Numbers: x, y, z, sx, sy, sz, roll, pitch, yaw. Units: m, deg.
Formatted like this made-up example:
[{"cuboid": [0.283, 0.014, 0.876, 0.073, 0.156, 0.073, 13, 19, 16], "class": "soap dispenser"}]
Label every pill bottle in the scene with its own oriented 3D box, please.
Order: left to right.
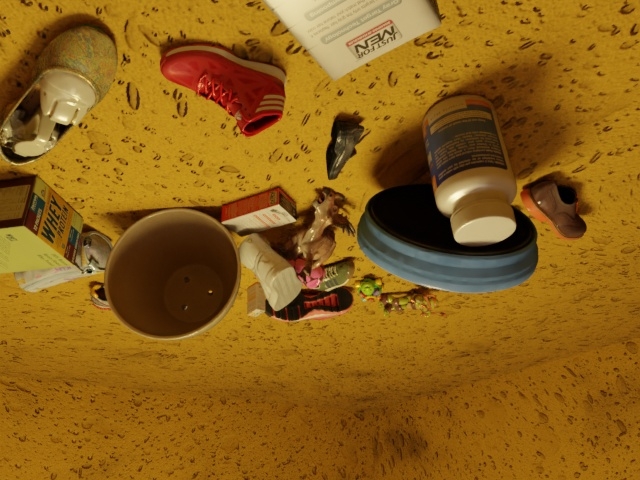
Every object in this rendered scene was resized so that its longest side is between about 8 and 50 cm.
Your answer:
[{"cuboid": [0.289, -0.132, 1.027, 0.152, 0.272, 0.152, -2, 151, -1], "class": "pill bottle"}]

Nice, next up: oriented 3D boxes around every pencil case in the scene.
[{"cuboid": [-0.695, 0.062, 1.443, 0.273, 0.124, 0.113, -14, 150, 20], "class": "pencil case"}, {"cuboid": [-0.091, 0.088, 1.591, 0.209, 0.095, 0.098, 18, 110, -30], "class": "pencil case"}]

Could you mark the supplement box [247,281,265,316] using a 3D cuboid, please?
[{"cuboid": [-0.214, 0.197, 1.768, 0.036, 0.099, 0.062, 18, 146, -34], "class": "supplement box"}]

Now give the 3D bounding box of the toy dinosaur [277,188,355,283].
[{"cuboid": [0.000, 0.000, 1.405, 0.200, 0.127, 0.296, -42, 171, -11], "class": "toy dinosaur"}]

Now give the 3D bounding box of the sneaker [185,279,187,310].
[{"cuboid": [-0.469, 0.119, 1.539, 0.099, 0.153, 0.282, -18, 148, 24], "class": "sneaker"}]

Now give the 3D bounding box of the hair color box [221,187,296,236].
[{"cuboid": [-0.153, -0.068, 1.333, 0.167, 0.053, 0.093, -14, 150, 22], "class": "hair color box"}]

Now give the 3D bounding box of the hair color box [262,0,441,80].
[{"cuboid": [-0.007, -0.393, 0.682, 0.185, 0.114, 0.374, -19, 147, 28], "class": "hair color box"}]

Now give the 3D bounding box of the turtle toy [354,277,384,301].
[{"cuboid": [0.164, 0.167, 1.786, 0.095, 0.066, 0.130, -9, 151, 11], "class": "turtle toy"}]

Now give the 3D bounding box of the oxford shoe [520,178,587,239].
[{"cuboid": [0.627, -0.076, 1.361, 0.271, 0.097, 0.098, 21, 138, -37], "class": "oxford shoe"}]

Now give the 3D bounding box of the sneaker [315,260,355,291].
[{"cuboid": [0.024, 0.115, 1.676, 0.086, 0.064, 0.192, 7, 153, -29], "class": "sneaker"}]

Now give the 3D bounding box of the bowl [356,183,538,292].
[{"cuboid": [0.275, -0.024, 1.158, 0.390, 0.391, 0.077, 0, 118, -7], "class": "bowl"}]

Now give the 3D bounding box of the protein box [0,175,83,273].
[{"cuboid": [-0.714, -0.032, 1.253, 0.201, 0.136, 0.200, -6, 151, 6], "class": "protein box"}]

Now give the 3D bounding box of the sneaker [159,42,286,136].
[{"cuboid": [-0.163, -0.253, 0.907, 0.221, 0.128, 0.087, 3, 150, -15], "class": "sneaker"}]

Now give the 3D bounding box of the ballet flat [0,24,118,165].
[{"cuboid": [-0.468, -0.232, 0.930, 0.348, 0.123, 0.123, -25, 145, 34], "class": "ballet flat"}]

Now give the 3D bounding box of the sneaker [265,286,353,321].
[{"cuboid": [-0.041, 0.243, 1.858, 0.313, 0.116, 0.136, -3, 153, -1], "class": "sneaker"}]

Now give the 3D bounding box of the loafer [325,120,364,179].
[{"cuboid": [0.048, -0.185, 1.131, 0.061, 0.062, 0.170, -2, 153, -12], "class": "loafer"}]

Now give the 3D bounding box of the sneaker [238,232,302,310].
[{"cuboid": [-0.142, 0.079, 1.447, 0.108, 0.169, 0.292, -39, 160, -17], "class": "sneaker"}]

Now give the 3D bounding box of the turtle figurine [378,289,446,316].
[{"cuboid": [0.321, 0.217, 1.877, 0.217, 0.087, 0.269, -6, 161, 21], "class": "turtle figurine"}]

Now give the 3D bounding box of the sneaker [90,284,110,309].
[{"cuboid": [-0.629, 0.184, 1.714, 0.225, 0.088, 0.093, 1, 150, -8], "class": "sneaker"}]

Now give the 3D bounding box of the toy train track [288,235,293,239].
[{"cuboid": [-0.050, -0.002, 1.507, 0.083, 0.014, 0.048, 5, 151, -16], "class": "toy train track"}]

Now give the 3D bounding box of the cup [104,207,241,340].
[{"cuboid": [-0.355, 0.111, 1.390, 0.330, 0.331, 0.237, -3, 161, 0], "class": "cup"}]
